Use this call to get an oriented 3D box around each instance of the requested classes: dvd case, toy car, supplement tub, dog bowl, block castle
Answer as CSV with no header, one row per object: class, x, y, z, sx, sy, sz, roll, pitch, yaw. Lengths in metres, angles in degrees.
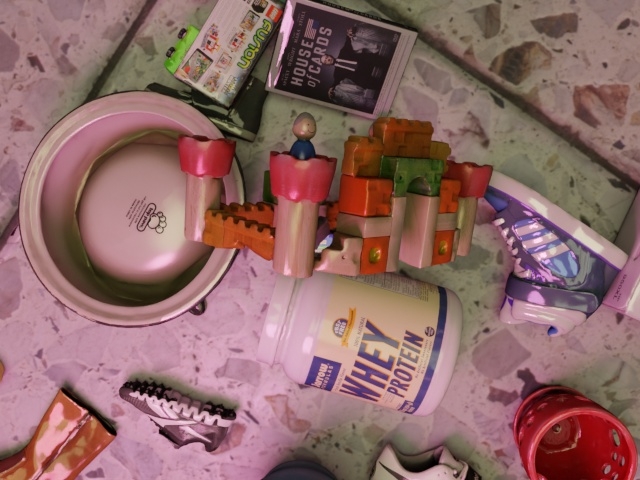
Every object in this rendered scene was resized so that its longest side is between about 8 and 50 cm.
dvd case,0.034,-0.327,1.149,0.238,0.030,0.179,12,123,-11
toy car,-0.215,-0.406,1.190,0.239,0.053,0.225,35,98,-8
supplement tub,0.067,0.162,1.138,0.324,0.235,0.236,15,94,0
dog bowl,-0.317,-0.051,1.147,0.407,0.150,0.409,0,86,6
block castle,0.036,-0.092,0.993,0.302,0.453,0.213,18,106,44

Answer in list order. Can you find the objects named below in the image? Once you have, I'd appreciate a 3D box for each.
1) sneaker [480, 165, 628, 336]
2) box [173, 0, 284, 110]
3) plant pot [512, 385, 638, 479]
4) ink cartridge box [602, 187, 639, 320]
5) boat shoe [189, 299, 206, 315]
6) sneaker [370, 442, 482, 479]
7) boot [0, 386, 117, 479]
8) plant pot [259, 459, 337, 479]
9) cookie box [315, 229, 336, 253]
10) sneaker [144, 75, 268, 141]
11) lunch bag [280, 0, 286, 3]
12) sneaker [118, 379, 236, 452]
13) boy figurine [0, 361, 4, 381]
sneaker,0.371,0.037,1.179,0.322,0.130,0.236,35,103,7
box,-0.161,-0.352,1.138,0.114,0.036,0.207,31,88,-8
plant pot,0.455,0.375,1.177,0.190,0.174,0.191,0,94,0
ink cartridge box,0.750,0.065,1.153,0.394,0.166,0.286,23,94,-1
boat shoe,-0.270,0.092,1.237,0.048,0.042,0.133,-31,94,2
sneaker,0.260,0.477,1.214,0.330,0.122,0.147,14,96,0
boot,-0.584,0.409,1.238,0.264,0.096,0.280,37,93,-1
plant pot,-0.044,0.536,1.157,0.271,0.255,0.272,0,95,1
cookie box,0.000,0.000,1.191,0.091,0.107,0.040,8,94,1
sneaker,-0.211,-0.277,1.196,0.221,0.083,0.118,20,90,-10
lunch bag,-0.065,-0.566,1.129,0.262,0.160,0.223,38,93,4
sneaker,-0.289,0.350,1.236,0.234,0.078,0.106,19,92,-2
boy figurine,-0.763,0.249,1.232,0.284,0.092,0.178,0,94,0
